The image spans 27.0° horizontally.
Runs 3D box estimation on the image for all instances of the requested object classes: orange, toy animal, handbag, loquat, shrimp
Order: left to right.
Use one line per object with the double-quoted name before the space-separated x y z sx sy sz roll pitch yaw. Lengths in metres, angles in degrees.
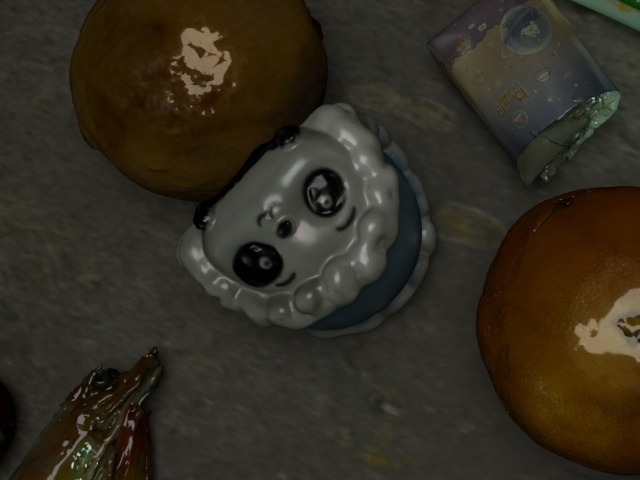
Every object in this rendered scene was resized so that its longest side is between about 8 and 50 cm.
"shrimp" -0.212 0.232 1.218 0.154 0.062 0.294 26 88 0
"loquat" -0.108 -0.147 1.191 0.238 0.193 0.238 -3 73 11
"toy animal" 0.000 0.000 1.147 0.208 0.204 0.156 -43 74 9
"handbag" 0.189 -0.143 1.198 0.117 0.095 0.173 -38 71 18
"orange" 0.247 0.073 1.086 0.240 0.240 0.240 -1 81 9

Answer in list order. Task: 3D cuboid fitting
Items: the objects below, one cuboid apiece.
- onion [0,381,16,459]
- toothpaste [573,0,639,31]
"onion" -0.335 0.169 1.230 0.107 0.097 0.107 9 74 -33
"toothpaste" 0.251 -0.244 1.225 0.314 0.056 0.058 30 47 16
